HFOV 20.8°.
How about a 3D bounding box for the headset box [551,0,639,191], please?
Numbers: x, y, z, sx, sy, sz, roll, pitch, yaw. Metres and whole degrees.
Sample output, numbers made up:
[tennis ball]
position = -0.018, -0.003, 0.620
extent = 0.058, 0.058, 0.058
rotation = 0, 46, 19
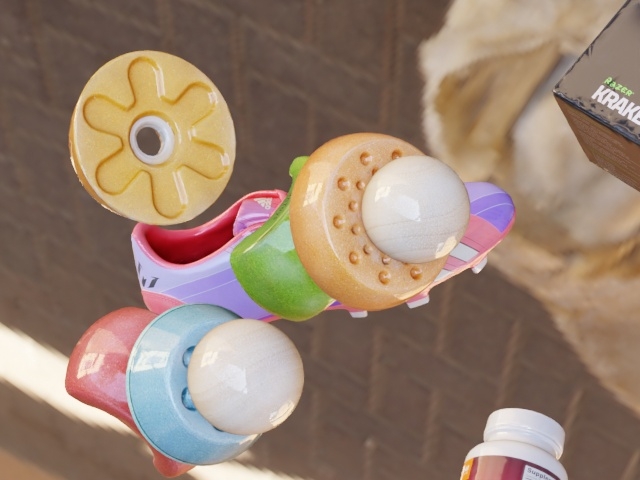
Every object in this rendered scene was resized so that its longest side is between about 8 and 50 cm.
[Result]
[headset box]
position = 0.381, -0.143, 1.422
extent = 0.246, 0.283, 0.131
rotation = 37, 173, 34

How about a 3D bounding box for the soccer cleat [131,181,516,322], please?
[soccer cleat]
position = 0.000, 0.000, 1.117
extent = 0.248, 0.083, 0.095
rotation = -17, 118, 11

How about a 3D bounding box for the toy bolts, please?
[toy bolts]
position = -0.046, 0.007, 0.949
extent = 0.218, 0.228, 0.158
rotation = 38, 156, -20

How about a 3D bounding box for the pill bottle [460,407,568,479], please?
[pill bottle]
position = 0.149, 0.215, 1.386
extent = 0.086, 0.152, 0.086
rotation = 13, 149, 8
